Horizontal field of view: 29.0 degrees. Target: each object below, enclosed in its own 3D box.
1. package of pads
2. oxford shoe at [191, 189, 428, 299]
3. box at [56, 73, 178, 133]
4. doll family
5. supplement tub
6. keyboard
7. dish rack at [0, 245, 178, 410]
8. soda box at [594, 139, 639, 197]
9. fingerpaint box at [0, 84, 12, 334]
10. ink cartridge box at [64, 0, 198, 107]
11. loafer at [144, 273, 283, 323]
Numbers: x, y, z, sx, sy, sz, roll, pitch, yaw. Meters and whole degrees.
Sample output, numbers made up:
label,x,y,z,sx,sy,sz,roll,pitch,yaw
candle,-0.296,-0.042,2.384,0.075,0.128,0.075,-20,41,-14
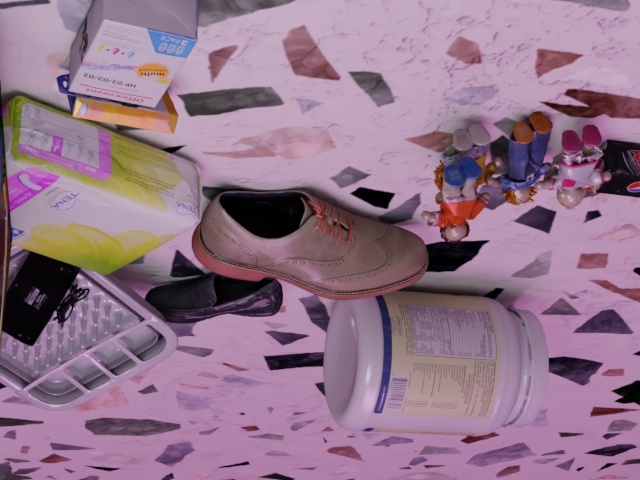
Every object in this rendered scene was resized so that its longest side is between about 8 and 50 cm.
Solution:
label,x,y,z,sx,sy,sz,roll,pitch,yaw
package of pads,-0.327,-0.065,1.595,0.296,0.101,0.229,21,147,-40
oxford shoe,0.000,0.000,1.743,0.348,0.123,0.130,4,148,-16
box,-0.238,-0.161,1.431,0.136,0.081,0.028,7,116,-20
doll family,0.242,-0.091,1.619,0.263,0.118,0.163,-15,146,-10
supplement tub,0.187,0.203,2.043,0.324,0.235,0.235,5,153,-16
keyboard,-0.397,0.079,1.786,0.100,0.038,0.192,34,126,-7
dish rack,-0.412,0.115,1.881,0.285,0.072,0.333,-29,133,21
soda box,0.452,-0.092,1.676,0.168,0.053,0.060,5,152,-18
fingerpaint box,-0.428,0.101,1.310,0.163,0.445,0.371,5,152,-10
ink cartridge box,-0.213,-0.206,1.361,0.104,0.062,0.181,9,152,-23
loafer,-0.171,0.083,1.953,0.223,0.076,0.078,-3,140,4
